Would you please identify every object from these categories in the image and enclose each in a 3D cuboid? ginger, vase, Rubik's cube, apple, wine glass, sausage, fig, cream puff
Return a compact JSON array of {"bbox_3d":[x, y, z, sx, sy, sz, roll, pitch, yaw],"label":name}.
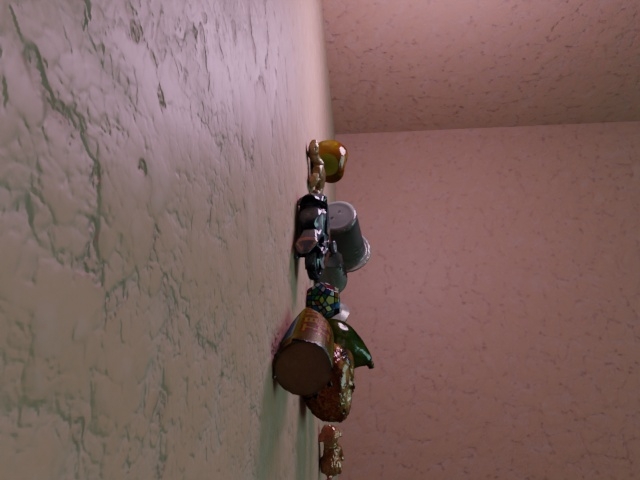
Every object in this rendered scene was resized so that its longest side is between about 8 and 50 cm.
[{"bbox_3d":[-0.015,-0.241,1.678,0.150,0.065,0.259,-83,173,-49],"label":"ginger"},{"bbox_3d":[0.102,-0.024,2.064,0.291,0.244,0.245,75,13,-52],"label":"vase"},{"bbox_3d":[0.011,0.206,1.530,0.112,0.132,0.133,-38,131,-53],"label":"Rubik's cube"},{"bbox_3d":[0.032,-0.320,1.816,0.146,0.147,0.163,-69,170,-66],"label":"apple"},{"bbox_3d":[0.047,0.197,1.879,0.144,0.143,0.322,-85,171,-53],"label":"wine glass"},{"bbox_3d":[-0.021,0.236,1.033,0.125,0.117,0.317,49,8,-2],"label":"sausage"},{"bbox_3d":[0.082,0.387,1.615,0.195,0.244,0.196,13,90,-77],"label":"fig"},{"bbox_3d":[0.026,0.428,1.377,0.240,0.163,0.241,3,90,-71],"label":"cream puff"}]

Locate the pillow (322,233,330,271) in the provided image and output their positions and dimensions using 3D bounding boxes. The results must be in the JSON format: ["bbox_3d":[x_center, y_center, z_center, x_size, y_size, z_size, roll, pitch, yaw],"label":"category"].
[{"bbox_3d":[0.000,0.000,1.679,0.171,0.075,0.179,-83,170,-60],"label":"pillow"}]

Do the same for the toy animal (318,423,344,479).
[{"bbox_3d":[0.039,0.842,1.796,0.184,0.104,0.185,-57,150,-70],"label":"toy animal"}]

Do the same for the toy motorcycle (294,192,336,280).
[{"bbox_3d":[-0.021,-0.034,1.324,0.173,0.108,0.308,71,16,-44],"label":"toy motorcycle"}]
